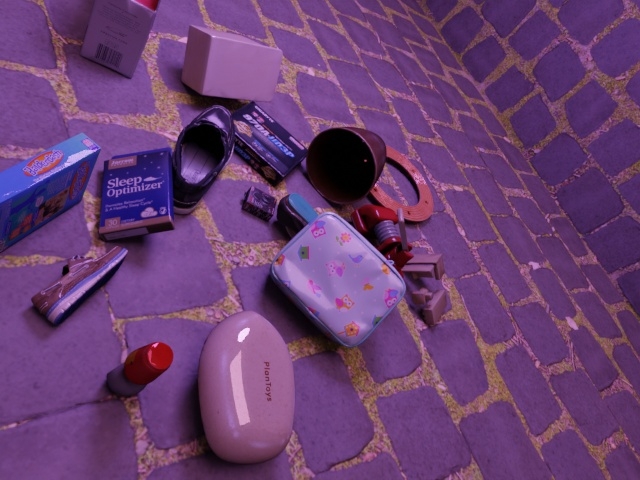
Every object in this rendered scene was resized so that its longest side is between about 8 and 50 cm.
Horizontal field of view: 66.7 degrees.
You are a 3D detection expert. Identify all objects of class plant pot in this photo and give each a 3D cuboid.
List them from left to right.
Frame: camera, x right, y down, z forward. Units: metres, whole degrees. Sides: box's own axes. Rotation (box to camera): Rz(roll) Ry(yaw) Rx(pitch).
[{"bbox_3d":[0.106,-0.242,1.430,0.215,0.215,0.230,48,35,4],"label":"plant pot"}]

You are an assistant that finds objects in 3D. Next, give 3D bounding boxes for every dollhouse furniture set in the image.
[{"bbox_3d":[0.279,0.136,1.390,0.144,0.123,0.151,-38,120,-50],"label":"dollhouse furniture set"}]

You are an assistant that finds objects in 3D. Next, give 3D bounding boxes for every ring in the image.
[{"bbox_3d":[0.246,-0.197,1.641,0.336,0.032,0.337,22,46,-24],"label":"ring"}]

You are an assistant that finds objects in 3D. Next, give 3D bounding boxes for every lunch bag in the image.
[{"bbox_3d":[0.043,0.086,1.096,0.279,0.108,0.224,45,77,-2],"label":"lunch bag"}]

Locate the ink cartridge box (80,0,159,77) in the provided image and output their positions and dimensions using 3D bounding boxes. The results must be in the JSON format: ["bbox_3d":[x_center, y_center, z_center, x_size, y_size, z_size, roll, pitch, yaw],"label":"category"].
[{"bbox_3d":[-0.462,-0.618,1.208,0.130,0.272,0.310,21,45,-26],"label":"ink cartridge box"}]

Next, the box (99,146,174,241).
[{"bbox_3d":[-0.370,-0.109,0.987,0.136,0.036,0.225,-11,56,-4],"label":"box"}]

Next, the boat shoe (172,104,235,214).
[{"bbox_3d":[-0.269,-0.218,1.128,0.127,0.113,0.340,30,51,-12],"label":"boat shoe"}]

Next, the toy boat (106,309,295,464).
[{"bbox_3d":[-0.189,0.238,0.838,0.318,0.148,0.268,23,49,-35],"label":"toy boat"}]

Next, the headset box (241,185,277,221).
[{"bbox_3d":[-0.155,-0.093,1.212,0.083,0.032,0.062,30,42,-20],"label":"headset box"}]

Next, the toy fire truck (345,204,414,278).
[{"bbox_3d":[0.164,-0.015,1.249,0.158,0.246,0.217,7,53,-37],"label":"toy fire truck"}]

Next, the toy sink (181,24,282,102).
[{"bbox_3d":[-0.245,-0.486,1.348,0.234,0.153,0.131,-9,36,-42],"label":"toy sink"}]

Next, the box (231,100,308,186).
[{"bbox_3d":[-0.156,-0.270,1.344,0.220,0.051,0.175,42,40,-3],"label":"box"}]

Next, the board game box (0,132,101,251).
[{"bbox_3d":[-0.481,-0.078,0.824,0.047,0.160,0.210,41,40,-5],"label":"board game box"}]

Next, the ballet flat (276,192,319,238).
[{"bbox_3d":[0.000,0.000,1.214,0.280,0.096,0.095,45,39,1],"label":"ballet flat"}]

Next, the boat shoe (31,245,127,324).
[{"bbox_3d":[-0.411,0.059,0.840,0.066,0.066,0.183,39,40,-5],"label":"boat shoe"}]
